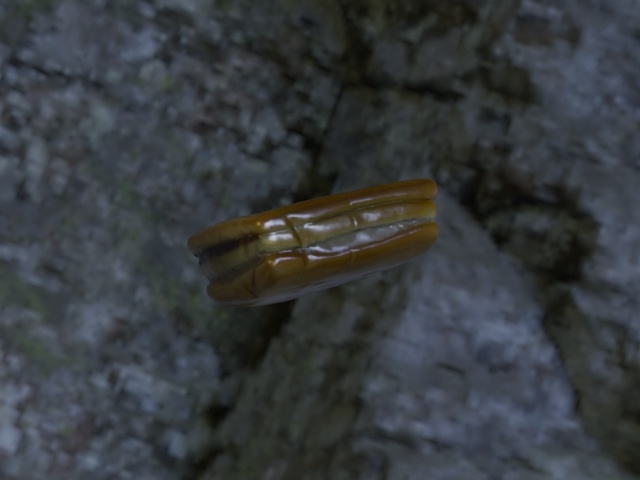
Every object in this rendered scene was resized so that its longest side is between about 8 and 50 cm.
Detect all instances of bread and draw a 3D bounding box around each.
[{"bbox_3d":[0.000,0.000,1.351,0.200,0.077,0.116,-14,-7,-38],"label":"bread"}]
